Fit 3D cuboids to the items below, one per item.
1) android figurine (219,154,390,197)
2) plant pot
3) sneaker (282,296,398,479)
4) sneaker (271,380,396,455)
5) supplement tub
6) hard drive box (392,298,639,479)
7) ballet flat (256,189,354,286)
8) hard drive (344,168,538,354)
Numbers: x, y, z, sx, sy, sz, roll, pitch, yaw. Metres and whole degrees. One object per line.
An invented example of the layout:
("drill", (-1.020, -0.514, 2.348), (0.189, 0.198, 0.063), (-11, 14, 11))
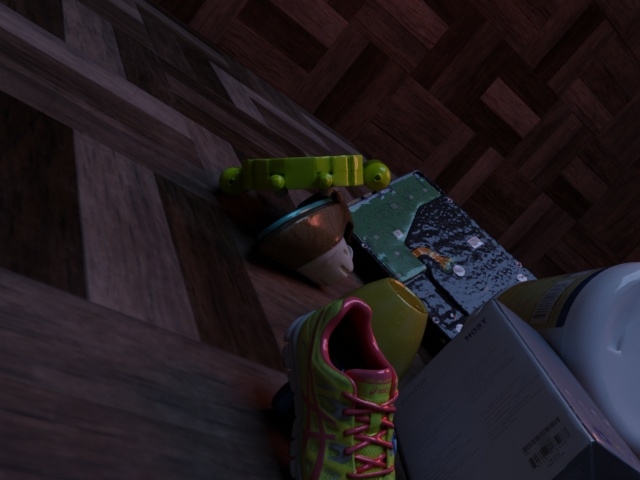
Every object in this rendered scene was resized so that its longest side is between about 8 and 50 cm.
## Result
("android figurine", (-0.022, -0.097, 0.946), (0.248, 0.056, 0.273), (-2, 9, 0))
("plant pot", (0.081, 0.104, 0.824), (0.134, 0.095, 0.134), (37, 14, -11))
("sneaker", (0.025, 0.137, 0.501), (0.082, 0.094, 0.208), (3, 57, -33))
("sneaker", (0.019, 0.163, 0.587), (0.144, 0.053, 0.059), (28, 21, -36))
("supplement tub", (0.333, 0.156, 0.840), (0.228, 0.228, 0.316), (39, -16, -6))
("hard drive box", (0.174, 0.193, 0.628), (0.089, 0.181, 0.232), (35, 16, -19))
("ballet flat", (0.000, 0.000, 0.952), (0.124, 0.116, 0.342), (59, 10, -4))
("hard drive", (0.198, 0.034, 1.135), (0.237, 0.064, 0.339), (-27, 63, -32))
